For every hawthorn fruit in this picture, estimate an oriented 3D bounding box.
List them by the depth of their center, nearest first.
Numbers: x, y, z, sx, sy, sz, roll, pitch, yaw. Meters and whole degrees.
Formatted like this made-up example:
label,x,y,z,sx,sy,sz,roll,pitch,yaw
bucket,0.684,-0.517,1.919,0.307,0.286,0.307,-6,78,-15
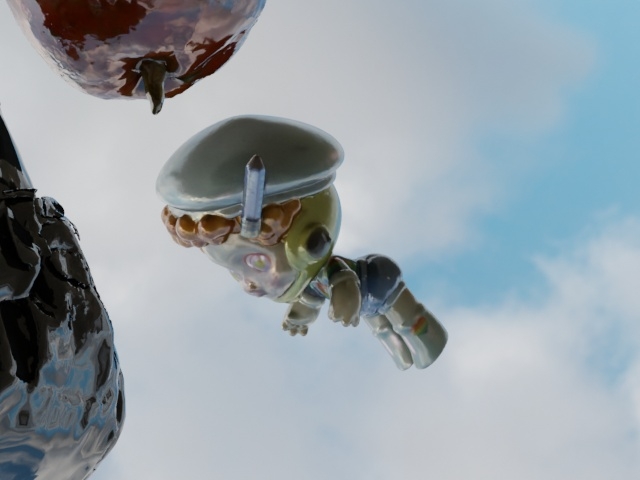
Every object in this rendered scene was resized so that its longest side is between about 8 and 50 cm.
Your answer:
label,x,y,z,sx,sy,sz,roll,pitch,yaw
hawthorn fruit,-0.170,-0.258,1.036,0.275,0.275,0.300,-6,-103,-22

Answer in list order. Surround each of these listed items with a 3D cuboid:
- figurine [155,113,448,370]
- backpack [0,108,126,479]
label,x,y,z,sx,sy,sz,roll,pitch,yaw
figurine,-0.013,0.003,1.314,0.224,0.382,0.205,6,-124,53
backpack,-0.347,0.023,0.859,0.255,0.363,0.446,21,-141,-56
